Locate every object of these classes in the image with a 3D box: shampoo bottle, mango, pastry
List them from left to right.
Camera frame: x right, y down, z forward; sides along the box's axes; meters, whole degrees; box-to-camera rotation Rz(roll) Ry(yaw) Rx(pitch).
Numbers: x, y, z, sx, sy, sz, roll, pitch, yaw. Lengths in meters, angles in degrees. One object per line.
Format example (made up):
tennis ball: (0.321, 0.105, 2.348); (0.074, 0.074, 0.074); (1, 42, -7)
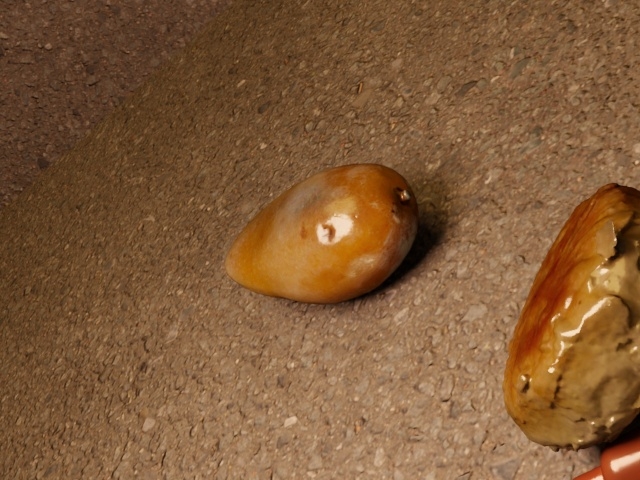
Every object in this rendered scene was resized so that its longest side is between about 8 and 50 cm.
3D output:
mango: (0.000, 0.000, 1.676); (0.384, 0.199, 0.221); (-22, 41, 39)
pastry: (0.303, 0.088, 1.175); (0.330, 0.136, 0.329); (-64, 0, 1)
shampoo bottle: (0.358, 0.234, 1.111); (0.244, 0.085, 0.085); (-35, 35, 25)
